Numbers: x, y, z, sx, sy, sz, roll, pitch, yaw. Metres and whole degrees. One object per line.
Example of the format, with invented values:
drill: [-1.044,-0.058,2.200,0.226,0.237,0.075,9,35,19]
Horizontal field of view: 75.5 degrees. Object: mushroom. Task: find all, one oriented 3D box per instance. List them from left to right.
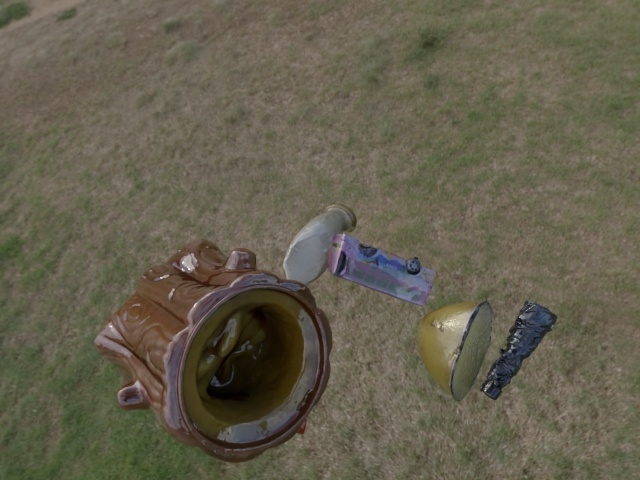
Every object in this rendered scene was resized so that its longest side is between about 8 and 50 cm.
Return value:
mushroom: [0.000,0.000,1.169,0.128,0.128,0.350,11,35,24]

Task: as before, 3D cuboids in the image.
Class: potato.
potato: [0.243,0.191,0.789,0.117,0.202,0.182,21,65,38]

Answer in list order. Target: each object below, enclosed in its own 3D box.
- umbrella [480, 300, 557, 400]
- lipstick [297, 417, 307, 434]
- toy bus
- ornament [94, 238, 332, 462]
umbrella: [0.414,0.236,0.880,0.080,0.071,0.224,34,87,-11]
lipstick: [-0.158,0.286,0.748,0.280,0.073,0.073,11,60,2]
toy bus: [0.151,0.071,1.027,0.274,0.090,0.112,21,86,-16]
ornament: [-0.110,0.111,0.473,0.218,0.235,0.221,2,80,56]
